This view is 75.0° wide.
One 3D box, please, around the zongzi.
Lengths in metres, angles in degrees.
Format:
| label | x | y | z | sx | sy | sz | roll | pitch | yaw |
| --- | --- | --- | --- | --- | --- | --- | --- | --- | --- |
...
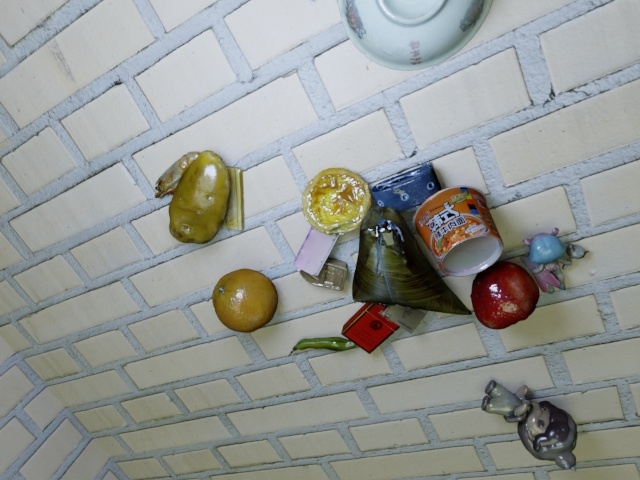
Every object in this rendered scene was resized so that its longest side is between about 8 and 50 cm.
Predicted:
| label | x | y | z | sx | sy | sz | roll | pitch | yaw |
| --- | --- | --- | --- | --- | --- | --- | --- | --- | --- |
| zongzi | 0.328 | 0.086 | 1.383 | 0.433 | 0.207 | 0.403 | 14 | 139 | 14 |

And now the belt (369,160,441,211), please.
| label | x | y | z | sx | sy | sz | roll | pitch | yaw |
| --- | --- | --- | --- | --- | --- | --- | --- | --- | --- |
| belt | 0.284 | -0.153 | 1.371 | 0.218 | 0.122 | 0.128 | -18 | 114 | 20 |

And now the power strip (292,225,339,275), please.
| label | x | y | z | sx | sy | sz | roll | pitch | yaw |
| --- | --- | --- | --- | --- | --- | --- | --- | --- | --- |
| power strip | 0.000 | 0.000 | 1.527 | 0.109 | 0.037 | 0.278 | 27 | 103 | 0 |

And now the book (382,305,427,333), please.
| label | x | y | z | sx | sy | sz | roll | pitch | yaw |
| --- | --- | --- | --- | --- | --- | --- | --- | --- | --- |
| book | 0.347 | 0.238 | 1.574 | 0.138 | 0.016 | 0.198 | 34 | 96 | -6 |

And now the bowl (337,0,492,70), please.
| label | x | y | z | sx | sy | sz | roll | pitch | yaw |
| --- | --- | --- | --- | --- | --- | --- | --- | --- | --- |
| bowl | 0.239 | -0.659 | 1.079 | 0.435 | 0.196 | 0.434 | 6 | 119 | 11 |

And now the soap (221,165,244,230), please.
| label | x | y | z | sx | sy | sz | roll | pitch | yaw |
| --- | --- | --- | --- | --- | --- | --- | --- | --- | --- |
| soap | -0.337 | -0.158 | 1.571 | 0.092 | 0.037 | 0.251 | 8 | 118 | 8 |

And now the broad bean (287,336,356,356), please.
| label | x | y | z | sx | sy | sz | roll | pitch | yaw |
| --- | --- | --- | --- | --- | --- | --- | --- | --- | --- |
| broad bean | 0.005 | 0.444 | 1.786 | 0.325 | 0.067 | 0.075 | -7 | 114 | 22 |

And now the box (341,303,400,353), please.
| label | x | y | z | sx | sy | sz | roll | pitch | yaw |
| --- | --- | --- | --- | --- | --- | --- | --- | --- | --- |
| box | 0.214 | 0.330 | 1.667 | 0.153 | 0.074 | 0.239 | 38 | 118 | -3 |

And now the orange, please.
| label | x | y | z | sx | sy | sz | roll | pitch | yaw |
| --- | --- | --- | --- | --- | --- | --- | --- | --- | --- |
| orange | -0.297 | 0.232 | 1.633 | 0.264 | 0.264 | 0.264 | 6 | 118 | 11 |

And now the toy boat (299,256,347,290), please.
| label | x | y | z | sx | sy | sz | roll | pitch | yaw |
| --- | --- | --- | --- | --- | --- | --- | --- | --- | --- |
| toy boat | 0.010 | 0.119 | 1.614 | 0.188 | 0.061 | 0.116 | 13 | 120 | 7 |

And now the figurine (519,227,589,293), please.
| label | x | y | z | sx | sy | sz | roll | pitch | yaw |
| --- | --- | --- | --- | --- | --- | --- | --- | --- | --- |
| figurine | 0.781 | 0.075 | 1.378 | 0.205 | 0.102 | 0.260 | -18 | 121 | 23 |

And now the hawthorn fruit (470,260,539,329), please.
| label | x | y | z | sx | sy | sz | roll | pitch | yaw |
| --- | --- | --- | --- | --- | --- | --- | --- | --- | --- |
| hawthorn fruit | 0.611 | 0.156 | 1.407 | 0.210 | 0.230 | 0.265 | -17 | 91 | 58 |

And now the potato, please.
| label | x | y | z | sx | sy | sz | roll | pitch | yaw |
| --- | --- | --- | --- | --- | --- | --- | --- | --- | --- |
| potato | -0.428 | -0.148 | 1.505 | 0.195 | 0.177 | 0.369 | 51 | 126 | 34 |

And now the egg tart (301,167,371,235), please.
| label | x | y | z | sx | sy | sz | roll | pitch | yaw |
| --- | --- | --- | --- | --- | --- | --- | --- | --- | --- |
| egg tart | 0.054 | -0.128 | 1.427 | 0.241 | 0.106 | 0.240 | -1 | 83 | 5 |

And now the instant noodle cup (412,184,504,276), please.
| label | x | y | z | sx | sy | sz | roll | pitch | yaw |
| --- | --- | --- | --- | --- | --- | --- | --- | --- | --- |
| instant noodle cup | 0.437 | -0.017 | 1.311 | 0.251 | 0.192 | 0.250 | -6 | 138 | -6 |

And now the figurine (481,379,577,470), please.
| label | x | y | z | sx | sy | sz | roll | pitch | yaw |
| --- | --- | --- | --- | --- | --- | --- | --- | --- | --- |
| figurine | 0.823 | 0.709 | 1.639 | 0.381 | 0.248 | 0.203 | 31 | 126 | 12 |

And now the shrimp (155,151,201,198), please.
| label | x | y | z | sx | sy | sz | roll | pitch | yaw |
| --- | --- | --- | --- | --- | --- | --- | --- | --- | --- |
| shrimp | -0.514 | -0.225 | 1.569 | 0.294 | 0.062 | 0.154 | -25 | 114 | 22 |
